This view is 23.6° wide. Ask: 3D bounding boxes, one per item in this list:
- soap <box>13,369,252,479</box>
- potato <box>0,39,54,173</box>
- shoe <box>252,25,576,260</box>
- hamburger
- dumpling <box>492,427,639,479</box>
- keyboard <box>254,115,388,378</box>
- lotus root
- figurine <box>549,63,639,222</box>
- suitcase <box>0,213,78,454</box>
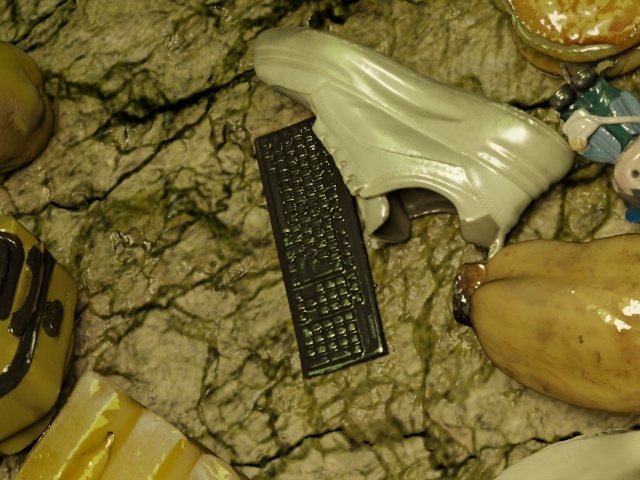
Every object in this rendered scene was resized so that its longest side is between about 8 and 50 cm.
[{"bbox_3d":[-0.204,0.294,1.313,0.199,0.091,0.315,30,82,26],"label":"soap"},{"bbox_3d":[-0.365,-0.121,1.498,0.200,0.154,0.137,-15,97,8],"label":"potato"},{"bbox_3d":[0.057,-0.073,1.350,0.316,0.124,0.159,21,85,26],"label":"shoe"},{"bbox_3d":[0.238,-0.215,1.347,0.177,0.113,0.185,7,80,17],"label":"hamburger"},{"bbox_3d":[0.296,0.252,1.111,0.260,0.181,0.341,-32,29,-18],"label":"dumpling"},{"bbox_3d":[0.000,0.000,1.395,0.087,0.017,0.250,-19,63,14],"label":"keyboard"},{"bbox_3d":[0.233,0.059,1.219,0.257,0.140,0.154,7,43,31],"label":"lotus root"},{"bbox_3d":[0.256,-0.075,1.275,0.086,0.087,0.149,-45,80,3],"label":"figurine"},{"bbox_3d":[-0.328,0.106,1.382,0.235,0.143,0.194,-27,33,22],"label":"suitcase"}]
